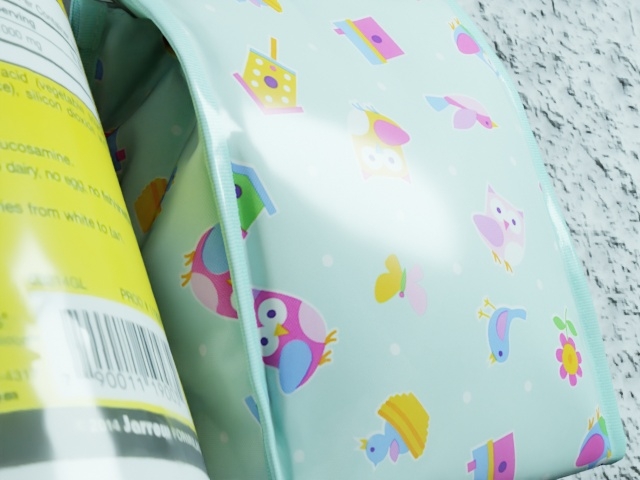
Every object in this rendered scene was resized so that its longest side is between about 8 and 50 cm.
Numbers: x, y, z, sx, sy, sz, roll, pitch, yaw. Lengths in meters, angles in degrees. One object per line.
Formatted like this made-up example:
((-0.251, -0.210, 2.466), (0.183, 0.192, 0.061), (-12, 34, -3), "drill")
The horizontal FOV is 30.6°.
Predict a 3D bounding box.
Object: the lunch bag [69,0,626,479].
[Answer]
((0.000, 0.000, 0.547), (0.223, 0.160, 0.262), (-7, 82, -40), "lunch bag")

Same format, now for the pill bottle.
((-0.170, -0.010, 0.430), (0.188, 0.188, 0.334), (-9, 63, -26), "pill bottle")
